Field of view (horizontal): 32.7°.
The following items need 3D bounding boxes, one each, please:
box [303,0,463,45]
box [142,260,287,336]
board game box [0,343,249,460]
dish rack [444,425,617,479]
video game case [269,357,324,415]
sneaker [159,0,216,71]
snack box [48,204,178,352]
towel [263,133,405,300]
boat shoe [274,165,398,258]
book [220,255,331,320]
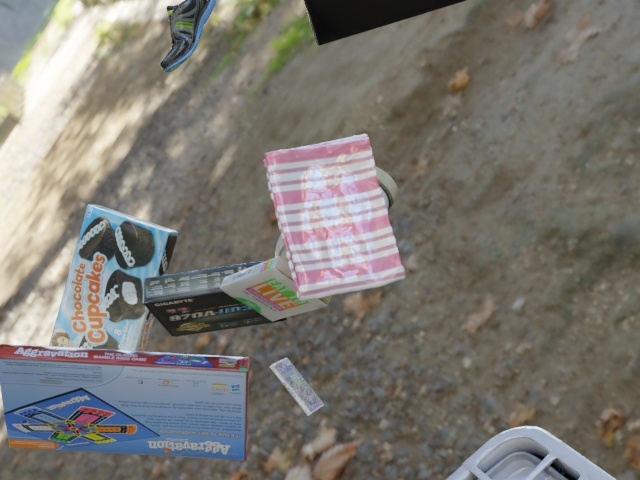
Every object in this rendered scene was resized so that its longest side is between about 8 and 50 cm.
[{"bbox_3d":[0.092,-0.409,1.583,0.261,0.103,0.184,-16,51,2],"label":"box"},{"bbox_3d":[-0.183,0.106,1.932,0.175,0.220,0.051,68,-165,-63],"label":"box"},{"bbox_3d":[-0.224,0.188,1.257,0.027,0.281,0.145,-88,2,-56],"label":"board game box"},{"bbox_3d":[0.174,0.359,1.116,0.333,0.072,0.285,-38,27,-10],"label":"dish rack"},{"bbox_3d":[-0.045,0.286,2.135,0.011,0.122,0.087,-42,-9,15],"label":"video game case"},{"bbox_3d":[-0.253,-0.391,1.985,0.067,0.078,0.188,-7,60,64],"label":"sneaker"},{"bbox_3d":[-0.422,0.107,2.209,0.060,0.187,0.322,-7,-66,-75],"label":"snack box"},{"bbox_3d":[0.018,-0.030,1.371,0.029,0.144,0.197,136,121,-72],"label":"towel"},{"bbox_3d":[0.000,0.000,1.614,0.103,0.113,0.302,-58,5,-38],"label":"boat shoe"},{"bbox_3d":[-0.061,0.065,1.490,0.144,0.096,0.035,-23,41,53],"label":"book"}]
